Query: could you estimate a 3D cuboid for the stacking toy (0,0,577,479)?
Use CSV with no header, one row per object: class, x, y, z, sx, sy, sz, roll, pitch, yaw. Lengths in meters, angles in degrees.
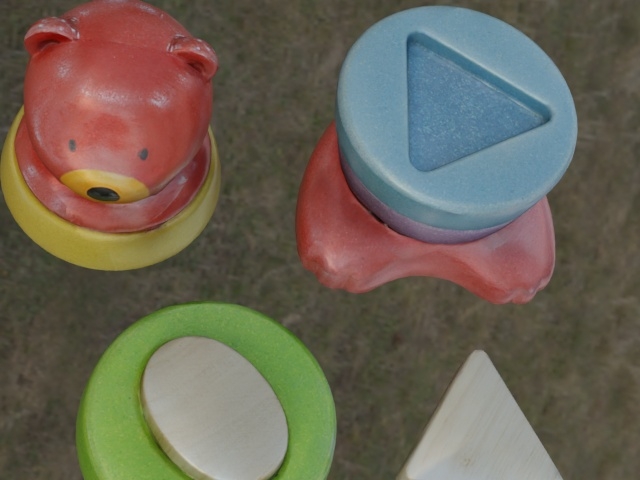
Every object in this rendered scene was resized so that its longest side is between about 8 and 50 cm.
stacking toy,0.000,0.000,0.621,0.130,0.308,0.280,113,-30,-61
